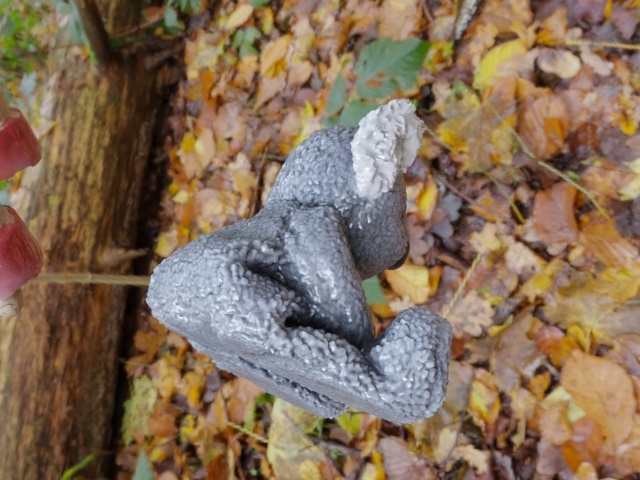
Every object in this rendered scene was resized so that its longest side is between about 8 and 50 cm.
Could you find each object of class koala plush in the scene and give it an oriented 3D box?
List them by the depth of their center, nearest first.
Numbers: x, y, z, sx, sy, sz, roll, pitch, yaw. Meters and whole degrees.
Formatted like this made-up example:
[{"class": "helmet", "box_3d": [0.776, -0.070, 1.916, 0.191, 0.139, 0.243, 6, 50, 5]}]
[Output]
[{"class": "koala plush", "box_3d": [0.000, 0.000, 0.534, 0.196, 0.203, 0.221, -23, 40, 62]}]

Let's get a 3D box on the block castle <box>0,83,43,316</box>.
[{"class": "block castle", "box_3d": [-0.495, -0.022, 0.619, 0.303, 0.453, 0.213, -120, 19, -51]}]
